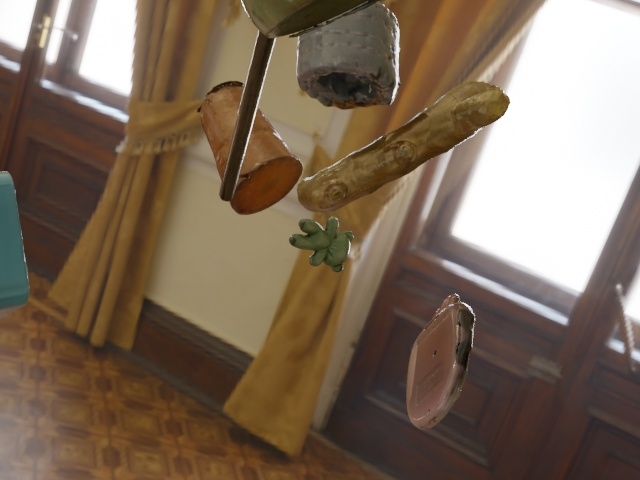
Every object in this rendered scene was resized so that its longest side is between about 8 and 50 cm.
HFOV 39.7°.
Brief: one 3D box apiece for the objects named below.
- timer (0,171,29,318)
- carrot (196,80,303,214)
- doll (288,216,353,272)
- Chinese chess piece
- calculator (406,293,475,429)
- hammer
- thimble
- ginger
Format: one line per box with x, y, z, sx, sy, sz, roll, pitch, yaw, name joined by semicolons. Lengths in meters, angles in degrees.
-0.565;0.019;1.486;0.091;0.231;0.250;-8;-8;-28;timer
-0.180;-0.211;2.012;0.196;0.196;0.254;-1;51;-53;carrot
0.000;0.000;1.889;0.150;0.115;0.078;28;-6;-38;doll
0.010;-0.268;0.867;0.189;0.083;0.188;-25;6;3;Chinese chess piece
0.120;0.118;0.901;0.024;0.103;0.165;27;39;-11;calculator
-0.102;-0.216;1.293;0.044;0.365;0.111;8;34;-16;hammer
0.038;-0.247;1.160;0.127;0.117;0.151;-1;-14;18;thimble
0.104;-0.117;1.145;0.065;0.299;0.118;59;7;-9;ginger
